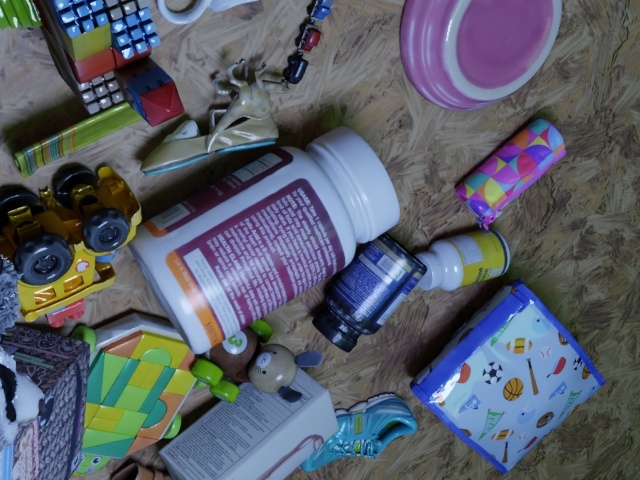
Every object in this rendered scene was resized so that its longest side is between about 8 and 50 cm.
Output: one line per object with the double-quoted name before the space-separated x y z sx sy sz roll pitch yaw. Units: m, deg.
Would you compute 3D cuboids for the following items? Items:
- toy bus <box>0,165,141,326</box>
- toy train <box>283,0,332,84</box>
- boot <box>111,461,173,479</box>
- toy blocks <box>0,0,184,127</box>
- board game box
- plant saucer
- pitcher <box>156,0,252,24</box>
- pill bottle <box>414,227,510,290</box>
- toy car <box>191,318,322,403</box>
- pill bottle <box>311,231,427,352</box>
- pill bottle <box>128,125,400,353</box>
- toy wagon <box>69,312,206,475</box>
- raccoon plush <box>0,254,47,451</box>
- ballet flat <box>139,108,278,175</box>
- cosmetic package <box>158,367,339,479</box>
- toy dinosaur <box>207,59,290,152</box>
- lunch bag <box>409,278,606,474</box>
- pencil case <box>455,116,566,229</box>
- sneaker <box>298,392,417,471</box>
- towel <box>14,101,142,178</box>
"toy bus" -0.368 0.024 1.343 0.220 0.149 0.211 -25 136 -21
"toy train" -0.018 -0.318 1.425 0.027 0.036 0.158 8 114 -37
"boot" -0.358 0.557 1.714 0.283 0.109 0.220 -47 134 -2
"toy blocks" -0.287 -0.298 1.104 0.190 0.261 0.381 -28 130 -16
"board game box" -0.464 0.296 1.330 0.141 0.291 0.232 12 113 5
"plant saucer" 0.293 -0.371 1.569 0.332 0.084 0.332 -17 127 -24
"pitcher" -0.170 -0.393 1.229 0.177 0.125 0.207 -29 144 5
"pill bottle" 0.276 0.041 1.811 0.184 0.103 0.103 -14 126 -26
"toy car" -0.096 0.211 1.576 0.155 0.188 0.149 -61 148 -21
"pill bottle" 0.088 0.098 1.708 0.219 0.123 0.123 -50 133 4
"pill bottle" -0.085 -0.010 1.454 0.392 0.224 0.224 -30 131 -14
"toy wagon" -0.349 0.286 1.574 0.267 0.068 0.344 22 105 -41
"raccoon plush" -0.558 0.154 1.105 0.446 0.299 0.216 0 135 -3
"ballet flat" -0.177 -0.160 1.411 0.232 0.080 0.073 -18 99 -27
"cosmetic package" -0.127 0.369 1.685 0.296 0.153 0.129 -37 136 -23
"toy dinosaur" -0.117 -0.217 1.379 0.183 0.053 0.093 -40 99 -26
"lunch bag" 0.383 0.277 1.951 0.328 0.239 0.385 -46 140 2
"pencil case" 0.372 -0.130 1.769 0.236 0.104 0.104 -44 133 -3
"sneaker" 0.076 0.410 1.913 0.275 0.110 0.107 -23 129 -19
"towel" -0.319 -0.156 1.292 0.237 0.102 0.021 -29 91 -16
